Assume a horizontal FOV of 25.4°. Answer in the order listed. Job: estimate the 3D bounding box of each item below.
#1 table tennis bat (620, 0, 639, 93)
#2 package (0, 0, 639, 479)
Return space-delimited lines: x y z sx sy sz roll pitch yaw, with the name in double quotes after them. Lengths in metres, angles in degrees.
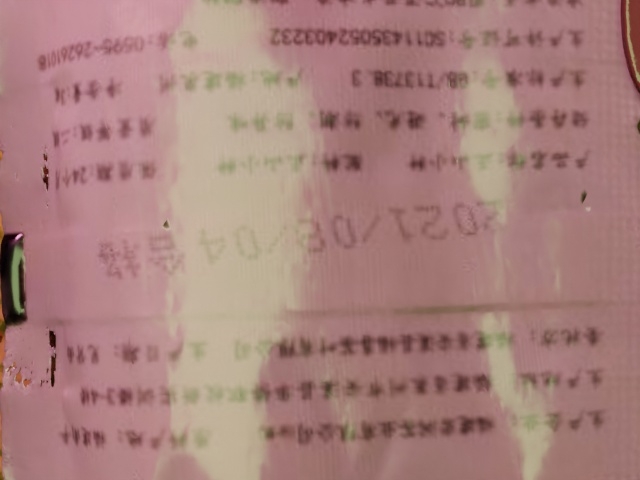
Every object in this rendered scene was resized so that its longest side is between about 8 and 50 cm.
0.150 -0.058 0.509 0.087 0.013 0.156 1 88 -2 "table tennis bat"
0.000 0.000 0.508 0.251 0.062 0.203 -3 89 4 "package"
